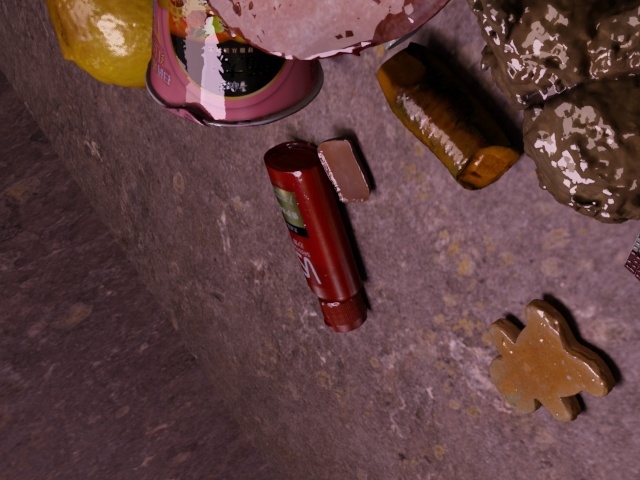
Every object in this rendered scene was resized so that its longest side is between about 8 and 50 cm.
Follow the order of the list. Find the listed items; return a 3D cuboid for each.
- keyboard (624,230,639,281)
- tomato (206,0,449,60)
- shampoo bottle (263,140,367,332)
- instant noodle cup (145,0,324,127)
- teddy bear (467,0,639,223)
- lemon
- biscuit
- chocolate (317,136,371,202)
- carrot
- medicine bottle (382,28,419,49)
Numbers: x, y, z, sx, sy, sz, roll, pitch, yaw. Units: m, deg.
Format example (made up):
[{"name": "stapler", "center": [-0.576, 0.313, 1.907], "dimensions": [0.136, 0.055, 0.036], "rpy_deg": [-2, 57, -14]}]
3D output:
[{"name": "keyboard", "center": [0.321, -0.007, 0.939], "dimensions": [0.055, 0.017, 0.166], "rpy_deg": [47, 156, 26]}, {"name": "tomato", "center": [0.018, -0.332, 0.889], "dimensions": [0.338, 0.143, 0.339], "rpy_deg": [13, 120, 24]}, {"name": "shampoo bottle", "center": [-0.001, 0.000, 1.562], "dimensions": [0.118, 0.076, 0.314], "rpy_deg": [26, 142, 49]}, {"name": "instant noodle cup", "center": [-0.107, -0.302, 1.221], "dimensions": [0.244, 0.244, 0.255], "rpy_deg": [42, 145, 36]}, {"name": "teddy bear", "center": [0.220, -0.134, 0.809], "dimensions": [0.256, 0.156, 0.267], "rpy_deg": [60, 157, -9]}, {"name": "lemon", "center": [-0.291, -0.360, 1.503], "dimensions": [0.233, 0.233, 0.288], "rpy_deg": [23, 138, 55]}, {"name": "biscuit", "center": [0.269, 0.154, 1.251], "dimensions": [0.153, 0.030, 0.234], "rpy_deg": [53, 158, 15]}, {"name": "chocolate", "center": [0.040, -0.100, 1.403], "dimensions": [0.064, 0.031, 0.101], "rpy_deg": [-6, 119, 47]}, {"name": "carrot", "center": [0.132, -0.133, 1.092], "dimensions": [0.173, 0.082, 0.082], "rpy_deg": [53, 158, 21]}, {"name": "medicine bottle", "center": [0.068, -0.254, 1.112], "dimensions": [0.083, 0.047, 0.047], "rpy_deg": [58, 158, 1]}]
